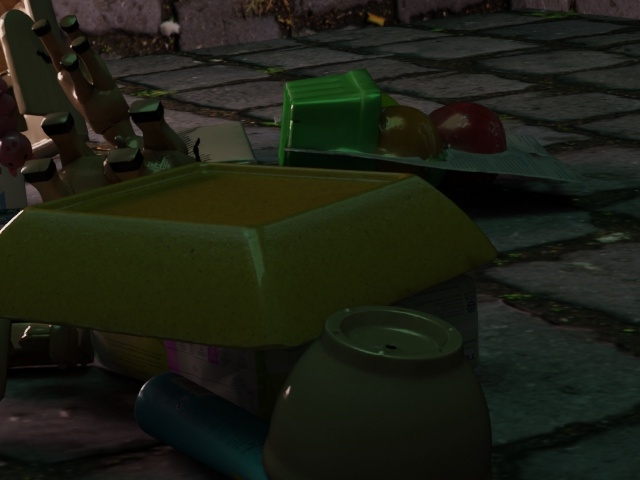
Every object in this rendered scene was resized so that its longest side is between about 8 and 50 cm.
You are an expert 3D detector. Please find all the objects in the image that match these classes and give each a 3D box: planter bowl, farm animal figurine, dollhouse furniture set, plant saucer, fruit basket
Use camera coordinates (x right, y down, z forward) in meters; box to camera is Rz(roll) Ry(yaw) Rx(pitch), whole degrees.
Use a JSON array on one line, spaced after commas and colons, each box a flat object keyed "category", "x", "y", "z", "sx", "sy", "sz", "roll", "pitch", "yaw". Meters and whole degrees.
[{"category": "planter bowl", "x": 0.045, "y": 0.111, "z": 1.261, "sx": 0.162, "sy": 0.109, "sz": 0.162, "roll": 6, "pitch": 20, "yaw": -2}, {"category": "farm animal figurine", "x": -0.235, "y": -0.057, "z": 1.826, "sx": 0.327, "sy": 0.172, "sz": 0.330, "roll": 9, "pitch": 52, "yaw": 35}, {"category": "dollhouse furniture set", "x": -0.283, "y": 0.121, "z": 1.574, "sx": 0.144, "sy": 0.123, "sz": 0.151, "roll": -2, "pitch": -22, "yaw": 6}, {"category": "plant saucer", "x": -0.075, "y": -0.003, "z": 1.472, "sx": 0.333, "sy": 0.081, "sz": 0.333, "roll": 6, "pitch": 15, "yaw": 34}, {"category": "fruit basket", "x": 0.121, "y": -0.107, "z": 2.268, "sx": 0.353, "sy": 0.165, "sz": 0.327, "roll": 10, "pitch": 12, "yaw": -7}, {"category": "dollhouse furniture set", "x": -0.520, "y": -0.229, "z": 2.442, "sx": 0.362, "sy": 0.256, "sz": 0.394, "roll": -21, "pitch": -8, "yaw": 31}]

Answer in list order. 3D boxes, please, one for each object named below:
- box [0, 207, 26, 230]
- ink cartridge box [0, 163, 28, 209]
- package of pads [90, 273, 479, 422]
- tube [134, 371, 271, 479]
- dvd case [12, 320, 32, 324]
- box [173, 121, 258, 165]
[{"category": "box", "x": -0.441, "y": 0.001, "z": 2.110, "sx": 0.184, "sy": 0.045, "sz": 0.190, "roll": -1, "pitch": 12, "yaw": 7}, {"category": "ink cartridge box", "x": -0.452, "y": -0.062, "z": 2.289, "sx": 0.143, "sy": 0.092, "sz": 0.090, "roll": -4, "pitch": 13, "yaw": 9}, {"category": "package of pads", "x": -0.043, "y": 0.068, "z": 1.566, "sx": 0.229, "sy": 0.101, "sz": 0.296, "roll": -11, "pitch": 14, "yaw": -34}, {"category": "tube", "x": -0.059, "y": 0.150, "z": 1.340, "sx": 0.080, "sy": 0.052, "sz": 0.207, "roll": -18, "pitch": 24, "yaw": -35}, {"category": "dvd case", "x": -0.335, "y": 0.064, "z": 1.834, "sx": 0.239, "sy": 0.029, "sz": 0.179, "roll": -2, "pitch": 13, "yaw": 7}, {"category": "box", "x": -0.123, "y": -0.064, "z": 2.154, "sx": 0.094, "sy": 0.113, "sz": 0.275, "roll": -7, "pitch": 11, "yaw": -5}]
